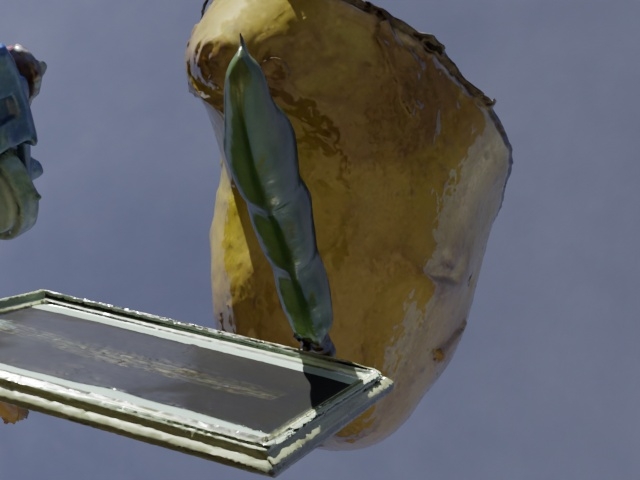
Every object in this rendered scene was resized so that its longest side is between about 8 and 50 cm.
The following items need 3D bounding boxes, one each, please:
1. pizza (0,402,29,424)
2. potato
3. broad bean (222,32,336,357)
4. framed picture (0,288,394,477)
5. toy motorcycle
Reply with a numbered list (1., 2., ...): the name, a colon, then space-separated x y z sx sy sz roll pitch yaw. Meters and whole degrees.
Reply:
1. pizza: -0.445 0.179 1.469 0.178 0.041 0.131 35 -34 -29
2. potato: 0.000 0.000 1.118 0.289 0.296 0.397 4 -37 32
3. broad bean: -0.026 -0.020 0.789 0.043 0.060 0.297 -8 -38 6
4. framed picture: -0.120 0.078 0.788 0.293 0.231 0.018 11 -81 18
5. toy motorcycle: -0.401 -0.142 1.233 0.241 0.182 0.319 1 -60 11
